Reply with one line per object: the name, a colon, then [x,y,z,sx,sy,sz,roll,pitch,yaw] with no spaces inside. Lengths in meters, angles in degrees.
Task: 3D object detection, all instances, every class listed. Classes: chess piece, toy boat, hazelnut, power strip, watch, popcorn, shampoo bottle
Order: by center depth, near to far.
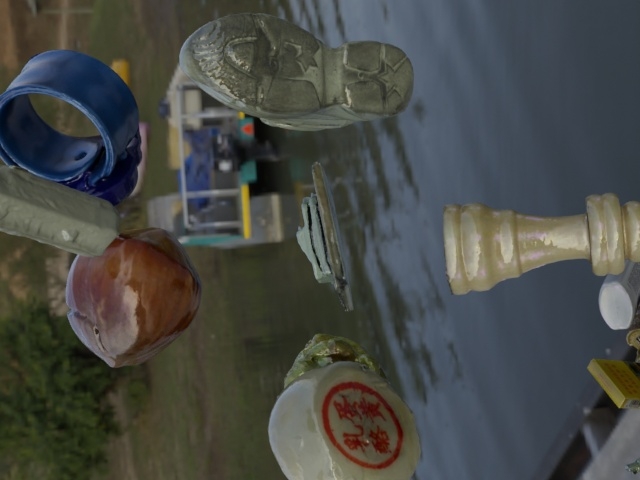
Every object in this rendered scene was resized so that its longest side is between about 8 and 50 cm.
chess piece: [0.352,-0.005,1.166,0.117,0.397,0.117,-5,-90,-75]
hazelnut: [-0.232,0.071,1.217,0.182,0.182,0.182,176,90,-77]
watch: [-0.333,-0.142,1.241,0.171,0.196,0.200,-87,-10,-49]
power strip: [0.000,0.000,1.482,0.198,0.064,0.213,65,-167,-72]
shampoo bottle: [0.524,0.073,1.637,0.227,0.056,0.086,-37,-64,-59]
toy boat: [0.623,0.147,1.768,0.068,0.088,0.226,-50,3,46]
popcorn: [0.026,0.305,1.905,0.276,0.225,0.276,59,176,7]

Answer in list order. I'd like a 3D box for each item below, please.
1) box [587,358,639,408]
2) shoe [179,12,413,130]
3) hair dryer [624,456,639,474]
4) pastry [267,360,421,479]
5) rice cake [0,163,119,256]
box: [0.456,0.203,1.327,0.087,0.155,0.023,-122,46,-55]
shoe: [-0.058,-0.218,1.350,0.210,0.342,0.132,-10,80,57]
hair dryer: [0.763,0.428,2.094,0.088,0.225,0.219,112,168,-51]
pastry: [0.043,0.319,1.559,0.133,0.265,0.265,-45,45,38]
rice cake: [-0.272,-0.040,0.770,0.052,0.256,0.057,-16,65,36]
